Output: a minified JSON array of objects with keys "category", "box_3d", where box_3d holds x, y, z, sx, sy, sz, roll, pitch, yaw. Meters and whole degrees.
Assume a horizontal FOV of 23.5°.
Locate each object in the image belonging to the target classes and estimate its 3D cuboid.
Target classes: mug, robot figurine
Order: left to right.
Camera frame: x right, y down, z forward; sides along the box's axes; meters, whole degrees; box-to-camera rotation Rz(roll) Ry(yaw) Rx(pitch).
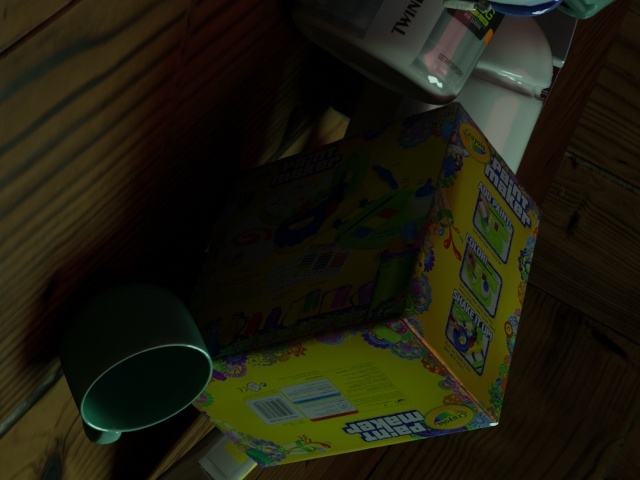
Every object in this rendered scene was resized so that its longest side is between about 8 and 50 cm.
[{"category":"mug","box_3d":[-0.188,0.109,1.434,0.158,0.097,0.129,-34,146,9]},{"category":"robot figurine","box_3d":[0.140,-0.140,1.754,0.300,0.200,0.353,-16,127,-74]}]

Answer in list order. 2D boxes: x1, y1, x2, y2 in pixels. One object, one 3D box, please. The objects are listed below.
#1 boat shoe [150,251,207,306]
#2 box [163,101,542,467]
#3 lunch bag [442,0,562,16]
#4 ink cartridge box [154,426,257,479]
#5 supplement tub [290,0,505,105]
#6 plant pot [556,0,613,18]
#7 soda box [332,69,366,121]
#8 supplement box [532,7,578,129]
[{"category":"boat shoe","box_3d":[-0.142,0.074,1.625,0.223,0.080,0.073,-28,152,-58]},{"category":"box","box_3d":[0.037,0.048,1.542,0.177,0.290,0.279,48,44,-33]},{"category":"lunch bag","box_3d":[0.158,-0.340,1.279,0.303,0.243,0.115,-63,167,-4]},{"category":"ink cartridge box","box_3d":[-0.094,0.237,1.884,0.307,0.072,0.303,-39,177,-36]},{"category":"supplement tub","box_3d":[0.123,-0.310,1.528,0.316,0.193,0.193,-61,167,-1]},{"category":"plant pot","box_3d":[0.347,-0.452,1.753,0.334,0.341,0.341,-40,167,1]},{"category":"soda box","box_3d":[0.119,-0.250,1.895,0.263,0.083,0.092,-61,167,3]},{"category":"supplement box","box_3d":[0.276,-0.227,2.048,0.239,0.073,0.130,104,6,-60]}]
